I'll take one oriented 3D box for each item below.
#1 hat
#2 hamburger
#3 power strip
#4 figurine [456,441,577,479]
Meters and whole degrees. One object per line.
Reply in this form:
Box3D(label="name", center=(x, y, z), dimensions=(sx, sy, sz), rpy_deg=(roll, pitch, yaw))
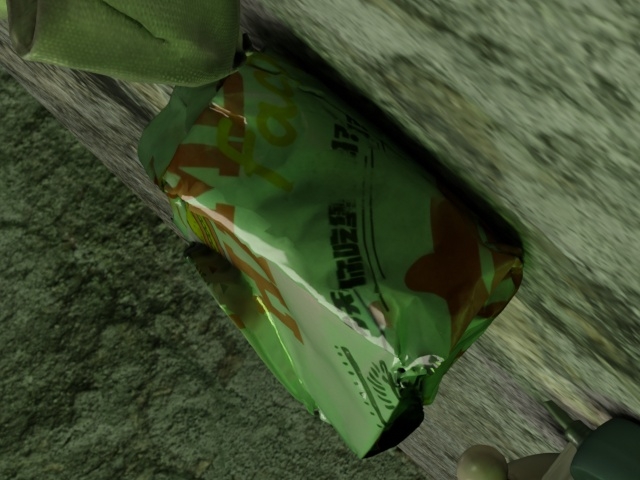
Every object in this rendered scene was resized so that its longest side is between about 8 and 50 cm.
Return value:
Box3D(label="hat", center=(-0.112, -0.169, 0.720), dimensions=(0.219, 0.164, 0.226), rpy_deg=(-149, 51, -61))
Box3D(label="hamburger", center=(-0.001, 0.002, 0.995), dimensions=(0.214, 0.125, 0.235), rpy_deg=(47, 171, 13))
Box3D(label="power strip", center=(0.213, 0.161, 1.119), dimensions=(0.216, 0.044, 0.137), rpy_deg=(36, 171, 40))
Box3D(label="figurine", center=(0.177, 0.210, 1.339), dimensions=(0.182, 0.144, 0.256), rpy_deg=(22, 175, -9))
